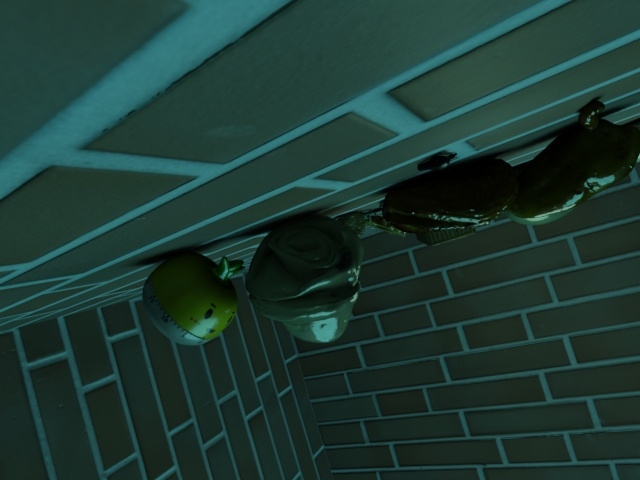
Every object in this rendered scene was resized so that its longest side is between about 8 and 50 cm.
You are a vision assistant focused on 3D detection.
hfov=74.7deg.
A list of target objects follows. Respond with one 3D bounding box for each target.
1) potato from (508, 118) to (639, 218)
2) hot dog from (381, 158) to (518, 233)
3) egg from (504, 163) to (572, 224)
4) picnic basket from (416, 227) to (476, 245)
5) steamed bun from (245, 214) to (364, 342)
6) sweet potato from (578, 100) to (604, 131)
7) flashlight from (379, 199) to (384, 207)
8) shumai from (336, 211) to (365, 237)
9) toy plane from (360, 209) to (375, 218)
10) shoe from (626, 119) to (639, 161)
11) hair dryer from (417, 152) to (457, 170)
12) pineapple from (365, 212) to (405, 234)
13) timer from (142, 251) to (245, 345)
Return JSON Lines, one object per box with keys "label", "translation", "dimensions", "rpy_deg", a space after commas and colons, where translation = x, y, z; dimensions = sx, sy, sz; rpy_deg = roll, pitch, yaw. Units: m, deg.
{"label": "potato", "translation": [0.652, -0.182, 1.129], "dimensions": [0.177, 0.195, 0.369], "rpy_deg": [-9, 158, -38]}
{"label": "hot dog", "translation": [0.371, -0.109, 1.205], "dimensions": [0.388, 0.174, 0.267], "rpy_deg": [-17, 179, -7]}
{"label": "egg", "translation": [0.894, -0.194, 1.703], "dimensions": [0.352, 0.258, 0.258], "rpy_deg": [-21, 177, -8]}
{"label": "picnic basket", "translation": [0.549, -0.102, 1.942], "dimensions": [0.228, 0.175, 0.313], "rpy_deg": [-17, -174, 4]}
{"label": "steamed bun", "translation": [-0.028, 0.078, 1.223], "dimensions": [0.343, 0.367, 0.255], "rpy_deg": [19, 147, -1]}
{"label": "sweet potato", "translation": [0.570, -0.261, 0.889], "dimensions": [0.044, 0.044, 0.179], "rpy_deg": [-19, 169, 29]}
{"label": "flashlight", "translation": [0.218, -0.126, 1.453], "dimensions": [0.018, 0.018, 0.083], "rpy_deg": [-19, 176, 0]}
{"label": "shumai", "translation": [0.098, -0.054, 1.523], "dimensions": [0.124, 0.098, 0.087], "rpy_deg": [-12, -169, -35]}
{"label": "toy plane", "translation": [0.165, -0.094, 1.581], "dimensions": [0.083, 0.033, 0.080], "rpy_deg": [-15, -170, -25]}
{"label": "shoe", "translation": [0.974, -0.300, 1.432], "dimensions": [0.211, 0.132, 0.342], "rpy_deg": [-19, 180, -12]}
{"label": "hair dryer", "translation": [0.266, -0.176, 0.927], "dimensions": [0.083, 0.031, 0.079], "rpy_deg": [-24, -169, -32]}
{"label": "pineapple", "translation": [0.257, -0.063, 1.691], "dimensions": [0.221, 0.047, 0.221], "rpy_deg": [17, 175, 1]}
{"label": "timer", "translation": [-0.333, 0.134, 1.199], "dimensions": [0.285, 0.285, 0.285], "rpy_deg": [-17, 176, -1]}
